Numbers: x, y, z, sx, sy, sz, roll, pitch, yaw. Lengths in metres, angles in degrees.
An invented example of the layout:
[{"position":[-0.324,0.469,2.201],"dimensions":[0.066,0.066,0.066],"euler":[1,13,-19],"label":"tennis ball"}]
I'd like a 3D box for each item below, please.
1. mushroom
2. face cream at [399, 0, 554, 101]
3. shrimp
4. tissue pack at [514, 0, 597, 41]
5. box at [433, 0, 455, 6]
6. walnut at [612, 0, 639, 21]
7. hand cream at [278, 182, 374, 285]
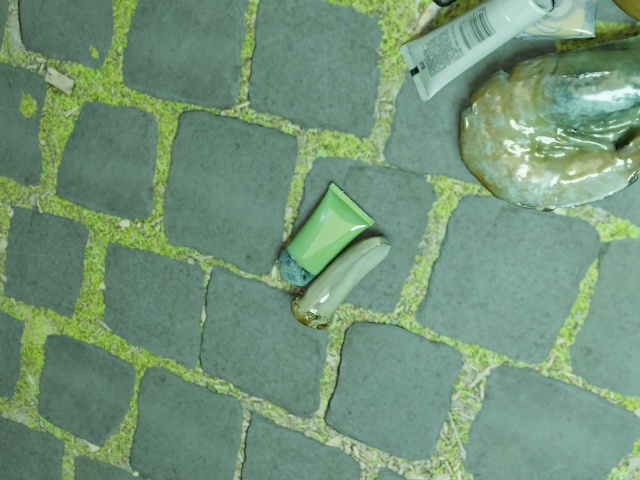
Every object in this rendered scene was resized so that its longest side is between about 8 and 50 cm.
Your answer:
[{"position":[0.033,0.063,1.171],"dimensions":[0.209,0.084,0.071],"euler":[-49,50,21],"label":"mushroom"},{"position":[0.211,-0.284,1.006],"dimensions":[0.244,0.058,0.092],"euler":[-23,90,50],"label":"face cream"},{"position":[0.402,-0.166,0.965],"dimensions":[0.446,0.110,0.221],"euler":[-13,102,27],"label":"shrimp"},{"position":[0.322,-0.348,0.975],"dimensions":[0.109,0.060,0.148],"euler":[5,104,20],"label":"tissue pack"},{"position":[0.194,-0.418,1.032],"dimensions":[0.125,0.027,0.126],"euler":[-26,92,27],"label":"box"},{"position":[0.474,-0.338,0.833],"dimensions":[0.298,0.203,0.203],"euler":[12,106,26],"label":"walnut"},{"position":[0.000,0.000,1.191],"dimensions":[0.095,0.046,0.175],"euler":[44,107,9],"label":"hand cream"}]
